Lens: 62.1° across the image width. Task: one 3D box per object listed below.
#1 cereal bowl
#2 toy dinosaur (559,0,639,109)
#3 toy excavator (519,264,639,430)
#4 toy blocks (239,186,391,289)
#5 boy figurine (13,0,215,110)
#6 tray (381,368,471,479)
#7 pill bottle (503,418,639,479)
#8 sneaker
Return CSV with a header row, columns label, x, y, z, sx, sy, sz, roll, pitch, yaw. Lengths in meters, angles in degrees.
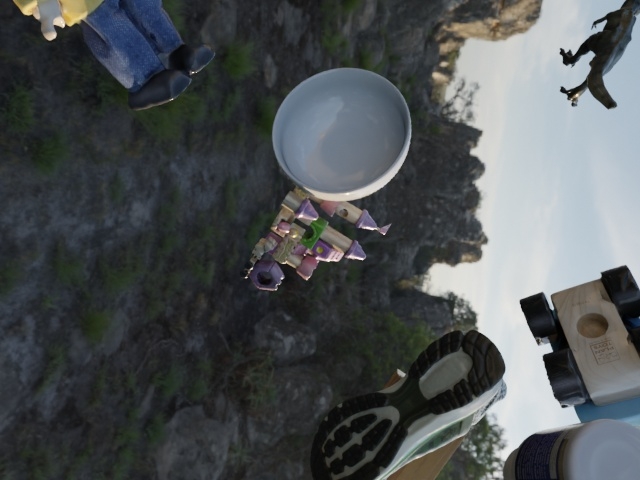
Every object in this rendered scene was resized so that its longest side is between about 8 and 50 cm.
label,x,y,z,sx,sy,sz,roll,pitch,yaw
cereal bowl,0.055,-0.245,1.316,0.141,0.339,0.338,65,35,-69
toy dinosaur,0.409,-0.269,0.785,0.268,0.064,0.118,-61,-169,-24
toy excavator,0.627,0.336,1.082,0.445,0.222,0.432,48,28,-37
toy blocks,0.000,0.000,1.415,0.288,0.260,0.309,-56,-178,30
boy figurine,-0.217,-0.270,0.491,0.177,0.092,0.285,-58,133,-33
tray,0.147,0.533,1.248,0.411,0.203,0.076,-55,172,2
pill bottle,0.285,0.269,0.601,0.186,0.112,0.112,106,-2,-65
sneaker,0.167,0.335,0.935,0.182,0.410,0.158,43,17,-38
